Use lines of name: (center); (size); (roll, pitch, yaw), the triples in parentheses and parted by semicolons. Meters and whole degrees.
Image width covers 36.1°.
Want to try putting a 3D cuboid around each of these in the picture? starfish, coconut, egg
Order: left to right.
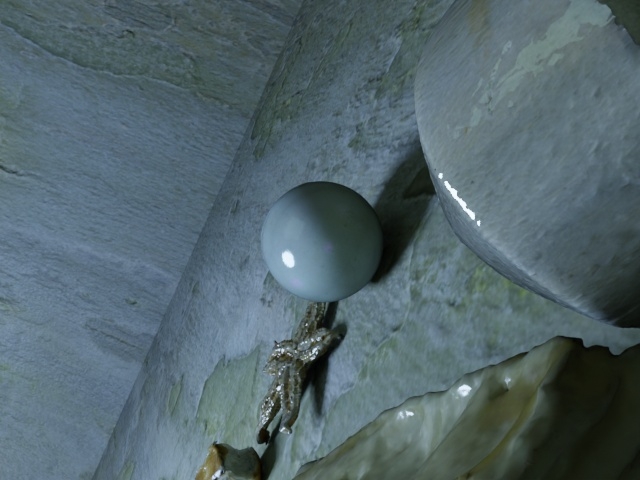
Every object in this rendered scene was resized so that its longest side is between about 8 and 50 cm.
starfish: (-0.040, 0.160, 1.324); (0.231, 0.048, 0.295); (-50, 21, 46)
egg: (0.000, 0.000, 1.236); (0.151, 0.151, 0.209); (-66, 11, 0)
coconut: (0.173, -0.071, 0.595); (0.266, 0.237, 0.237); (-54, 19, 41)

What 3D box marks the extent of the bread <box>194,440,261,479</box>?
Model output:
bread: (-0.120, 0.320, 1.309); (0.083, 0.077, 0.070); (-60, 27, 18)

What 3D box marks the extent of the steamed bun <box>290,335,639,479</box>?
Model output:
steamed bun: (0.075, 0.231, 0.639); (0.247, 0.189, 0.428); (-40, -1, -36)
